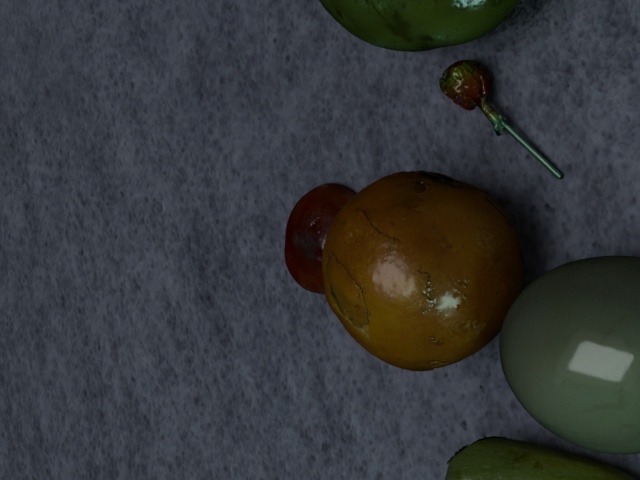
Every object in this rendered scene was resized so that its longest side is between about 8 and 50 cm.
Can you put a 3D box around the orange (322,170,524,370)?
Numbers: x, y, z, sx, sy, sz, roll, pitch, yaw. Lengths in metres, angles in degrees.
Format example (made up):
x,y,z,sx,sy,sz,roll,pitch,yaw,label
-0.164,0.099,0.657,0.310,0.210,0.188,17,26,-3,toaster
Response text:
x,y,z,sx,sy,sz,roll,pitch,yaw,label
0.121,0.036,1.816,0.246,0.246,0.246,7,100,42,orange

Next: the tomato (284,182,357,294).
x,y,z,sx,sy,sz,roll,pitch,yaw,label
0.000,0.000,2.040,0.156,0.069,0.155,5,98,42,tomato

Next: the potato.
x,y,z,sx,sy,sz,roll,pitch,yaw,label
0.110,-0.334,1.806,0.304,0.216,0.215,16,106,38,potato

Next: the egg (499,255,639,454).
x,y,z,sx,sy,sz,roll,pitch,yaw,label
0.322,0.124,1.658,0.269,0.219,0.219,0,95,49,egg

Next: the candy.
x,y,z,sx,sy,sz,roll,pitch,yaw,label
0.223,-0.144,1.839,0.201,0.060,0.060,48,125,18,candy

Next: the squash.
x,y,z,sx,sy,sz,roll,pitch,yaw,label
0.299,0.297,1.791,0.287,0.137,0.137,-3,93,31,squash
